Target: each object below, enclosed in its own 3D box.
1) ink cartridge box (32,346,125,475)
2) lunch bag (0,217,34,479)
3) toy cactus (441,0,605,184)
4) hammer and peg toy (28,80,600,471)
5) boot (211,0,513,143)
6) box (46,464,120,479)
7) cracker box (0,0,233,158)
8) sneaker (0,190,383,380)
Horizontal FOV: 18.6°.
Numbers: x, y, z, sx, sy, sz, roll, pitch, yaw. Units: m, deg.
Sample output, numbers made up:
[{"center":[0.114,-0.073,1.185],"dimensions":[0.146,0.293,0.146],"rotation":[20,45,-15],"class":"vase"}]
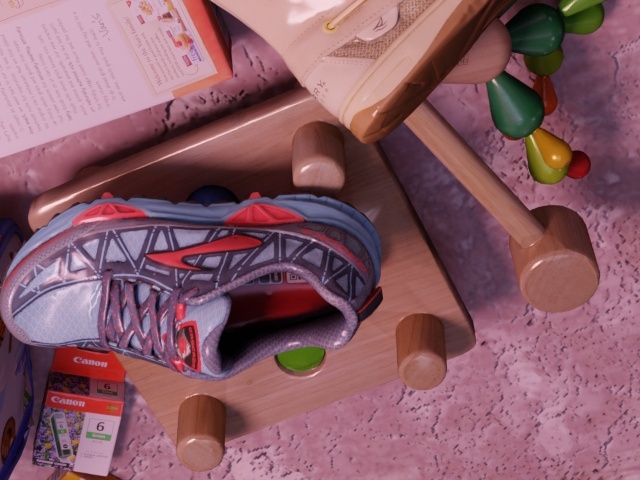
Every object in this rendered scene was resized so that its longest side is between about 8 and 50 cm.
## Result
[{"center":[-0.189,0.131,1.551],"dimensions":[0.063,0.029,0.115],"rotation":[10,121,-10],"class":"ink cartridge box"},{"center":[-0.281,0.131,1.393],"dimensions":[0.115,0.303,0.243],"rotation":[6,122,7],"class":"lunch bag"},{"center":[0.140,-0.133,1.340],"dimensions":[0.180,0.112,0.219],"rotation":[-17,121,-39],"class":"toy cactus"},{"center":[0.000,0.000,1.419],"dimensions":[0.361,0.127,0.266],"rotation":[-22,122,14],"class":"hammer and peg toy"},{"center":[0.042,-0.218,1.257],"dimensions":[0.203,0.095,0.262],"rotation":[40,85,12],"class":"boot"},{"center":[-0.175,0.239,1.624],"dimensions":[0.136,0.028,0.081],"rotation":[32,115,-25],"class":"box"},{"center":[-0.194,-0.153,1.348],"dimensions":[0.232,0.067,0.155],"rotation":[-18,121,6],"class":"cracker box"},{"center":[-0.090,0.035,1.287],"dimensions":[0.262,0.125,0.104],"rotation":[-8,123,5],"class":"sneaker"}]
